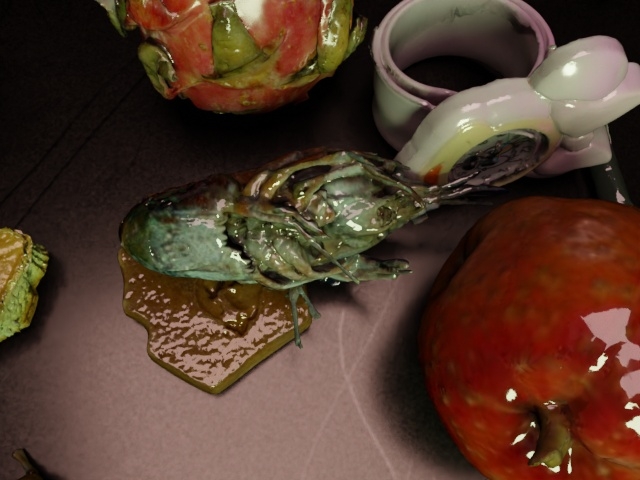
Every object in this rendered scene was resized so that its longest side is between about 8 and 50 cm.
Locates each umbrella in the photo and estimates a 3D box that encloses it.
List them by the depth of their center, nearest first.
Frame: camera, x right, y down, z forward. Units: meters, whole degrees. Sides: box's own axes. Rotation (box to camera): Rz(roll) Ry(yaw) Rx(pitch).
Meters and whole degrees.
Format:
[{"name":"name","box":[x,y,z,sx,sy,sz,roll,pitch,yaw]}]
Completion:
[{"name":"umbrella","box":[0.334,-0.092,0.677,0.036,0.031,0.133,-6,71,-8]}]

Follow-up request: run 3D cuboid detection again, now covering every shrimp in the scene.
[{"name":"shrimp","box":[-0.002,0.000,0.542,0.371,0.137,0.172,-1,106,6]}]

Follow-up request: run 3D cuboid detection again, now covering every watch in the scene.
[{"name":"watch","box":[0.179,-0.179,0.619,0.248,0.211,0.218,-14,65,0]}]

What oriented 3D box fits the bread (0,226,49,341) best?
[{"name":"bread","box":[-0.346,0.046,0.555,0.127,0.069,0.140,14,68,-1]}]

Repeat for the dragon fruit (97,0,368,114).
[{"name":"dragon fruit","box":[-0.074,-0.269,0.568,0.268,0.291,0.251,5,66,-4]}]

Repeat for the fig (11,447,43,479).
[{"name":"fig","box":[-0.260,0.241,0.499,0.088,0.089,0.125,-3,51,-6]}]

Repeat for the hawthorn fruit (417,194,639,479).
[{"name":"hawthorn fruit","box":[0.205,0.092,0.487,0.257,0.258,0.262,2,49,-4]}]

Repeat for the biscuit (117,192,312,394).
[{"name":"biscuit","box":[-0.119,0.036,0.594,0.182,0.034,0.215,-34,76,-18]}]
